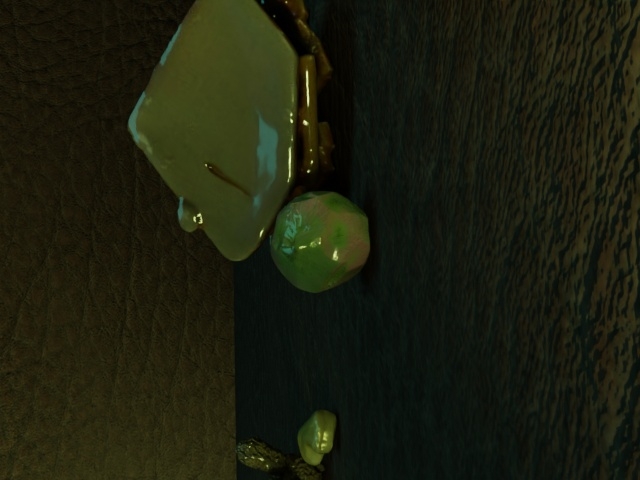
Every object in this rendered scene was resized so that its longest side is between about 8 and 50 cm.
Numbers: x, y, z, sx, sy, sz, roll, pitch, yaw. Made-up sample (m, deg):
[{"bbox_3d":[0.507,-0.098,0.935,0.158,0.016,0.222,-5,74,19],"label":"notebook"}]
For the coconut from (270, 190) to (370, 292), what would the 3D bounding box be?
[{"bbox_3d":[0.000,0.000,0.786,0.083,0.081,0.082,14,109,35],"label":"coconut"}]

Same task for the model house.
[{"bbox_3d":[-0.059,-0.123,0.969,0.219,0.199,0.229,-45,-2,20],"label":"model house"}]

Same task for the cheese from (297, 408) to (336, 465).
[{"bbox_3d":[-0.002,0.194,0.954,0.083,0.030,0.044,118,158,-60],"label":"cheese"}]

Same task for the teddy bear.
[{"bbox_3d":[-0.028,0.255,1.009,0.119,0.078,0.160,56,169,35],"label":"teddy bear"}]

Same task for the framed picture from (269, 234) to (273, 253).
[{"bbox_3d":[-0.057,-0.153,1.309,0.240,0.020,0.324,113,157,-81],"label":"framed picture"}]
